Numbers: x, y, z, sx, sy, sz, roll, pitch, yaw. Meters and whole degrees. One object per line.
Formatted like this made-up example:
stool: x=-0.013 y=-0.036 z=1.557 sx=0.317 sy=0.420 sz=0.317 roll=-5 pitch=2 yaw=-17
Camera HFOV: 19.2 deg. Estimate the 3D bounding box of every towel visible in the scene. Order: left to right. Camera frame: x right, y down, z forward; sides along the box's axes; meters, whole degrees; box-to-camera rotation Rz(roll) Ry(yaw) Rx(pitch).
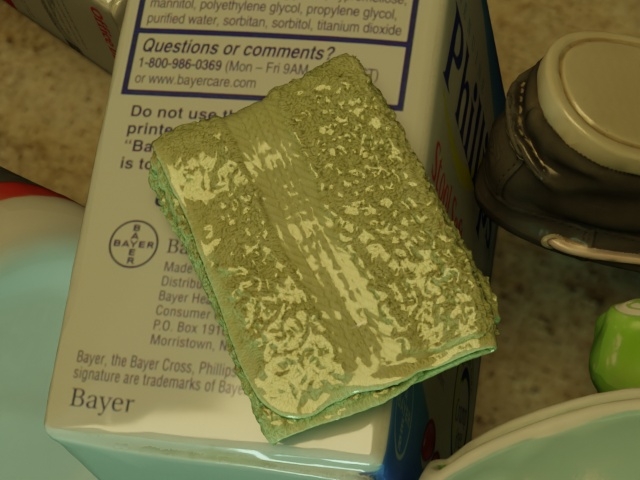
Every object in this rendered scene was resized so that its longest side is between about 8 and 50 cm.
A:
towel: x=0.000 y=0.000 z=0.767 sx=0.110 sy=0.027 sz=0.148 roll=-25 pitch=67 yaw=-2

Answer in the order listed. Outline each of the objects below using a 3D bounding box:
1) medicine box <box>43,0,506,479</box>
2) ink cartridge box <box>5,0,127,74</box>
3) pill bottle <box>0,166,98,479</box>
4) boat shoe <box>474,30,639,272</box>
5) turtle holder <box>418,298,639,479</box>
medicine box: x=-0.004 y=0.003 z=0.926 sx=0.149 sy=0.263 sz=0.289 roll=5 pitch=69 yaw=13
ink cartridge box: x=-0.144 y=-0.163 z=1.109 sx=0.150 sy=0.109 sz=0.063 roll=34 pitch=75 yaw=22
pill bottle: x=-0.277 y=0.024 z=0.981 sx=0.363 sy=0.210 sz=0.210 roll=23 pitch=74 yaw=34
boat shoe: x=0.234 y=-0.023 z=0.945 sx=0.335 sy=0.095 sz=0.112 roll=12 pitch=52 yaw=-21
turtle holder: x=0.146 y=0.153 z=0.793 sx=0.227 sy=0.243 sz=0.320 roll=13 pitch=75 yaw=13
